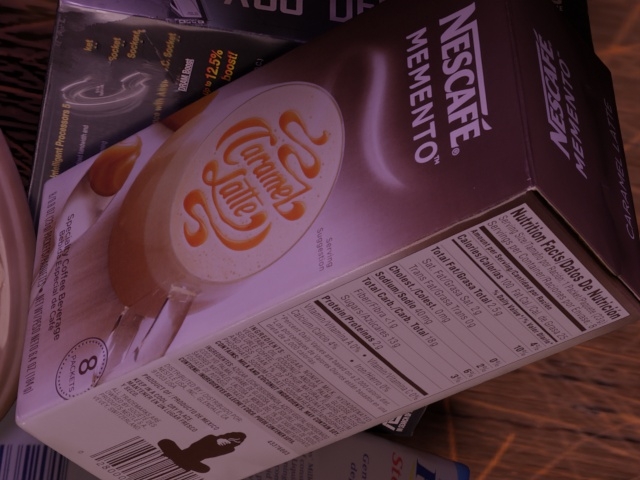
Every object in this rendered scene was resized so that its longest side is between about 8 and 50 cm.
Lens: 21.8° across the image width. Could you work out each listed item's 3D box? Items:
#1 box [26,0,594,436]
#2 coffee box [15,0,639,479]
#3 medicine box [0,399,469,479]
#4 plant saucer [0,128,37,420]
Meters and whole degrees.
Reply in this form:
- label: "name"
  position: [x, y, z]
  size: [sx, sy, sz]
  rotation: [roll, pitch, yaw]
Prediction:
- label: "box"
  position: [-0.028, -0.019, 0.846]
  size: [0.242, 0.076, 0.307]
  rotation: [8, 141, -10]
- label: "coffee box"
  position: [0.000, 0.000, 0.697]
  size: [0.246, 0.141, 0.098]
  rotation: [-26, 134, 25]
- label: "medicine box"
  position: [-0.095, 0.182, 0.973]
  size: [0.263, 0.149, 0.289]
  rotation: [-5, 162, 34]
- label: "plant saucer"
  position: [-0.260, -0.008, 0.850]
  size: [0.278, 0.041, 0.278]
  rotation: [14, 117, 30]
